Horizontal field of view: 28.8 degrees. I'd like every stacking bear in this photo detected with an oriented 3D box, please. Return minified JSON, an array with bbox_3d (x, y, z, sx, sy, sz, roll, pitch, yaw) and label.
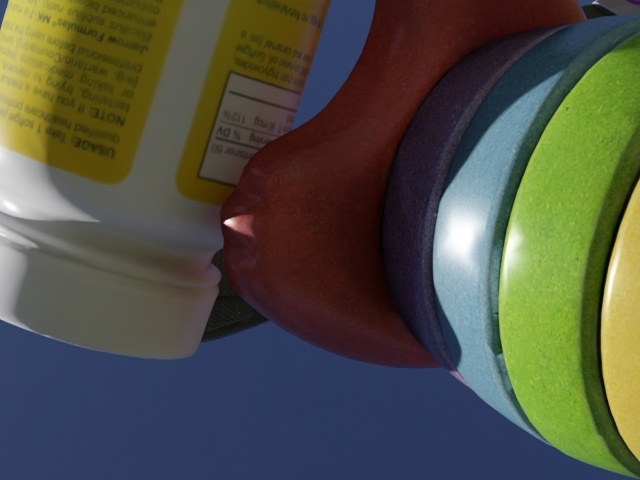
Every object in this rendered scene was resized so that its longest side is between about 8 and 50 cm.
[{"bbox_3d":[0.133,0.008,0.382,0.164,0.289,0.175,39,-101,-38],"label":"stacking bear"}]

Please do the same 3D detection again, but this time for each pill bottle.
[{"bbox_3d":[-0.066,-0.067,0.487,0.119,0.119,0.208,14,-83,-33],"label":"pill bottle"}]

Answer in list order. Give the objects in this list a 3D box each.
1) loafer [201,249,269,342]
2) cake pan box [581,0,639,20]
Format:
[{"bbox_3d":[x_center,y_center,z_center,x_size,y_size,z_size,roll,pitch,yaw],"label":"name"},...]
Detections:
[{"bbox_3d":[0.000,0.000,0.893,0.302,0.095,0.109,-11,-76,-17],"label":"loafer"},{"bbox_3d":[0.323,-0.130,1.200,0.267,0.070,0.246,38,-128,26],"label":"cake pan box"}]
